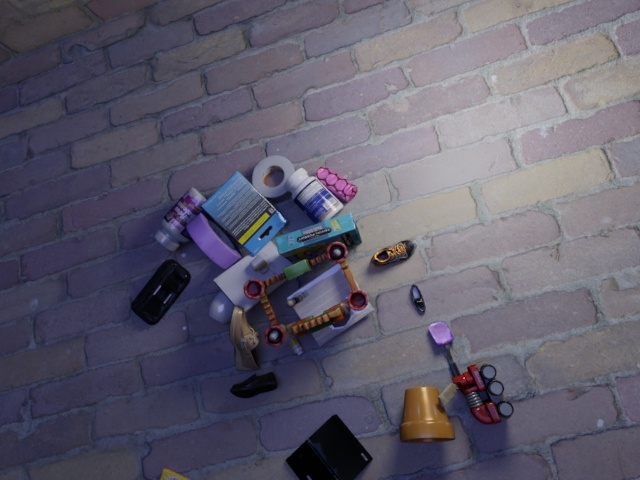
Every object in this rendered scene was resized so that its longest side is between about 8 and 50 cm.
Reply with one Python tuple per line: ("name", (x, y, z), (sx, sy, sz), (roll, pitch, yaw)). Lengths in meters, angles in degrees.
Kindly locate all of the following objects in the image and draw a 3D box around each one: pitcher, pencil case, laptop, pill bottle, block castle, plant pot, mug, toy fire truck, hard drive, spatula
("pitcher", (-0.400, 0.286, 1.970), (0.178, 0.125, 0.207), (24, 71, 16))
("pencil case", (0.067, -0.260, 2.017), (0.209, 0.095, 0.098), (31, 50, 19))
("laptop", (0.031, 0.908, 1.779), (0.234, 0.136, 0.264), (46, 115, 19))
("pill bottle", (-0.109, 0.467, 1.900), (0.043, 0.043, 0.083), (-36, 72, 2))
("block castle", (-0.057, 0.223, 1.773), (0.453, 0.213, 0.303), (-24, 87, 3))
("plant pot", (0.403, 0.676, 1.671), (0.205, 0.205, 0.188), (-7, 60, 10))
("mug", (-0.277, 0.108, 1.931), (0.064, 0.062, 0.078), (-39, 64, -14))
("pill bottle", (-0.034, -0.196, 1.963), (0.153, 0.153, 0.264), (-43, 85, -1))
("toy fire truck", (0.582, 0.606, 1.654), (0.246, 0.158, 0.217), (-22, 73, 4))
("hard drive", (-0.293, 0.162, 1.958), (0.319, 0.040, 0.210), (-38, 71, -21))
("spatula", (0.535, 0.479, 1.765), (0.084, 0.030, 0.296), (-16, 75, -10))
("pill bottle", (-0.660, -0.098, 2.092), (0.169, 0.169, 0.301), (40, 87, 18))

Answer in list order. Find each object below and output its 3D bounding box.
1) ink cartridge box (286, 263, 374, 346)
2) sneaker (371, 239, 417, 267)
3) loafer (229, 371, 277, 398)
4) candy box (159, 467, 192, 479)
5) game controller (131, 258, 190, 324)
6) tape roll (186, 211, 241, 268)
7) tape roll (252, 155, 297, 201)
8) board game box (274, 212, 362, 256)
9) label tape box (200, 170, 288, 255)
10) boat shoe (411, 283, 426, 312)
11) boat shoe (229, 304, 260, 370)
("ink cartridge box", (0.044, 0.276, 1.903), (0.296, 0.066, 0.261), (-34, 87, 3))
("sneaker", (0.323, 0.056, 1.888), (0.215, 0.083, 0.084), (-27, 71, 3))
("loafer", (-0.291, 0.633, 1.892), (0.220, 0.080, 0.078), (-14, 41, 10))
("candy box", (-0.610, 1.082, 1.866), (0.206, 0.027, 0.105), (15, 77, 15))
("game controller", (-0.778, 0.251, 2.096), (0.166, 0.067, 0.319), (37, 87, 3))
("tape roll", (-0.486, 0.002, 1.973), (0.090, 0.275, 0.275), (-41, 72, 1))
("tape roll", (-0.220, -0.300, 2.097), (0.219, 0.072, 0.219), (-3, 75, 11))
("board game box", (0.000, 0.000, 1.881), (0.336, 0.254, 0.079), (-18, 74, 8))
("label tape box", (-0.357, -0.121, 2.024), (0.333, 0.106, 0.240), (45, 75, -9))
("boat shoe", (0.420, 0.247, 1.843), (0.046, 0.038, 0.125), (-16, 74, 8))
("boat shoe", (-0.319, 0.420, 1.855), (0.110, 0.121, 0.341), (1, 121, 4))
